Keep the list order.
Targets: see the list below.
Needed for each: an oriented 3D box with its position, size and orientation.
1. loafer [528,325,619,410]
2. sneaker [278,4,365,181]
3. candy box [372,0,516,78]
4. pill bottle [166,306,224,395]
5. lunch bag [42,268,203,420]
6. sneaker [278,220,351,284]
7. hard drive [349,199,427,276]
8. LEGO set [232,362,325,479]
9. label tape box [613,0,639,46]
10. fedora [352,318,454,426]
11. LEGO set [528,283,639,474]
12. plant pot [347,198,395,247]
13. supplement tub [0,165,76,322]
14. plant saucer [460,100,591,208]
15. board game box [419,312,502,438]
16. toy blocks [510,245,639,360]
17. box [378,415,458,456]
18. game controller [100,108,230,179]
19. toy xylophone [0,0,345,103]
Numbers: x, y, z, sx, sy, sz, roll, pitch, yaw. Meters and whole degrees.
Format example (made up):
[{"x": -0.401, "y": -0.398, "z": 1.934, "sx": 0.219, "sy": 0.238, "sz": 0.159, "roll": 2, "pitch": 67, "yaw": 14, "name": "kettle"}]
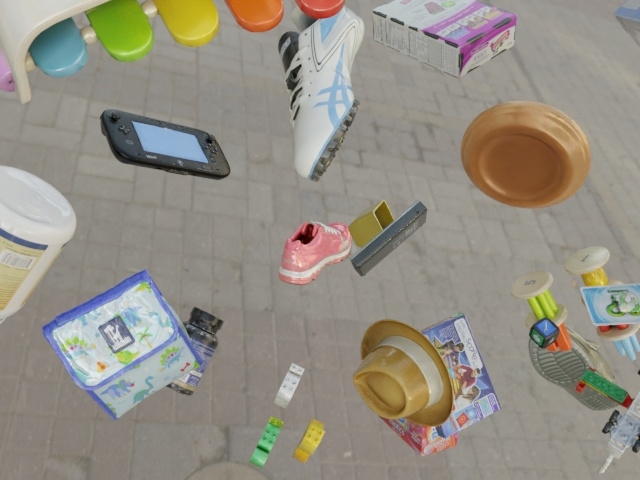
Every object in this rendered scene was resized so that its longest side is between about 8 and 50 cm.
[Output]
[{"x": 0.453, "y": 0.215, "z": 1.174, "sx": 0.251, "sy": 0.094, "sz": 0.087, "roll": 43, "pitch": 37, "yaw": -29, "name": "loafer"}, {"x": -0.007, "y": -0.152, "z": 0.639, "sx": 0.086, "sy": 0.085, "sz": 0.237, "roll": 17, "pitch": 50, "yaw": -13, "name": "sneaker"}, {"x": 0.235, "y": -0.412, "z": 1.269, "sx": 0.159, "sy": 0.071, "sz": 0.233, "roll": -33, "pitch": 50, "yaw": -23, "name": "candy box"}, {"x": -0.353, "y": 0.297, "z": 1.772, "sx": 0.123, "sy": 0.123, "sz": 0.219, "roll": 27, "pitch": 78, "yaw": 0, "name": "pill bottle"}, {"x": -0.225, "y": 0.115, "z": 0.755, "sx": 0.129, "sy": 0.151, "sz": 0.096, "roll": -31, "pitch": 44, "yaw": -14, "name": "lunch bag"}, {"x": 0.000, "y": 0.000, "z": 1.754, "sx": 0.116, "sy": 0.136, "sz": 0.314, "roll": 16, "pitch": 31, "yaw": 25, "name": "sneaker"}, {"x": 0.104, "y": 0.000, "z": 0.997, "sx": 0.135, "sy": 0.094, "sz": 0.022, "roll": -41, "pitch": 77, "yaw": -2, "name": "hard drive"}, {"x": -0.044, "y": 0.262, "z": 0.816, "sx": 0.087, "sy": 0.093, "sz": 0.227, "roll": 25, "pitch": 62, "yaw": 3, "name": "LEGO set"}, {"x": 0.491, "y": -0.160, "z": 0.732, "sx": 0.334, "sy": 0.106, "sz": 0.240, "roll": 47, "pitch": 25, "yaw": -5, "name": "label tape box"}, {"x": 0.112, "y": 0.215, "z": 1.003, "sx": 0.079, "sy": 0.194, "sz": 0.194, "roll": -21, "pitch": 61, "yaw": -36, "name": "fedora"}, {"x": 0.338, "y": 0.125, "z": 0.644, "sx": 0.244, "sy": 0.060, "sz": 0.182, "roll": -4, "pitch": 49, "yaw": 2, "name": "LEGO set"}, {"x": 0.109, "y": -0.028, "z": 1.411, "sx": 0.081, "sy": 0.083, "sz": 0.081, "roll": 63, "pitch": 31, "yaw": -11, "name": "plant pot"}, {"x": -0.693, "y": 0.024, "z": 1.383, "sx": 0.228, "sy": 0.316, "sz": 0.228, "roll": 37, "pitch": 16, "yaw": -13, "name": "supplement tub"}, {"x": 0.315, "y": -0.123, "z": 1.022, "sx": 0.200, "sy": 0.200, "sz": 0.037, "roll": 29, "pitch": 52, "yaw": 3, "name": "plant saucer"}, {"x": 0.254, "y": 0.259, "z": 1.263, "sx": 0.136, "sy": 0.035, "sz": 0.201, "roll": -21, "pitch": 90, "yaw": -18, "name": "board game box"}, {"x": 0.316, "y": 0.096, "z": 0.793, "sx": 0.148, "sy": 0.123, "sz": 0.054, "roll": 59, "pitch": 16, "yaw": -16, "name": "toy blocks"}, {"x": 0.279, "y": 0.502, "z": 1.919, "sx": 0.128, "sy": 0.123, "sz": 0.257, "roll": -7, "pitch": 18, "yaw": -24, "name": "box"}, {"x": -0.359, "y": -0.222, "z": 1.545, "sx": 0.319, "sy": 0.067, "sz": 0.166, "roll": 6, "pitch": 37, "yaw": -45, "name": "game controller"}, {"x": -0.132, "y": -0.254, "z": 0.505, "sx": 0.322, "sy": 0.081, "sz": 0.236, "roll": -20, "pitch": 75, "yaw": -9, "name": "toy xylophone"}]
